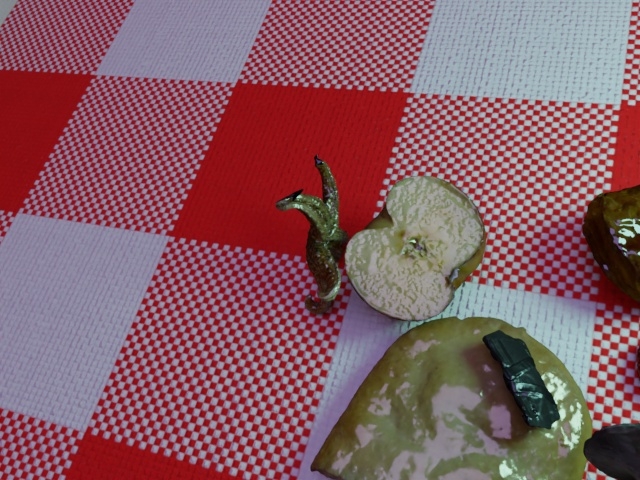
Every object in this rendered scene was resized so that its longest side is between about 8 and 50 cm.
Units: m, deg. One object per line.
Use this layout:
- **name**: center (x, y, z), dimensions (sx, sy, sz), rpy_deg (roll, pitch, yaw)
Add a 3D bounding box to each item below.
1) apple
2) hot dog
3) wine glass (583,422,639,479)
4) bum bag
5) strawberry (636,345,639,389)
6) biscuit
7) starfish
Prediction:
- **apple**: center (0.207, 0.030, 1.373), dimensions (0.251, 0.163, 0.293), rpy_deg (39, 91, 23)
- **hot dog**: center (0.695, -0.015, 1.254), dimensions (0.387, 0.174, 0.267), rpy_deg (-11, 60, 0)
- **wine glass**: center (0.405, 0.453, 0.807), dimensions (0.266, 0.267, 0.406), rpy_deg (7, 52, 20)
- **bum bag**: center (0.352, 0.244, 1.163), dimensions (0.087, 0.049, 0.198), rpy_deg (2, 47, -24)
- **strawberry**: center (0.635, 0.223, 1.181), dimensions (0.145, 0.086, 0.145), rpy_deg (-6, 59, 11)
- **biscuit**: center (0.270, 0.345, 1.206), dimensions (0.429, 0.104, 0.446), rpy_deg (28, 72, 27)
- **starfish**: center (-0.004, 0.001, 1.378), dimensions (0.112, 0.303, 0.312), rpy_deg (-6, 52, 12)
